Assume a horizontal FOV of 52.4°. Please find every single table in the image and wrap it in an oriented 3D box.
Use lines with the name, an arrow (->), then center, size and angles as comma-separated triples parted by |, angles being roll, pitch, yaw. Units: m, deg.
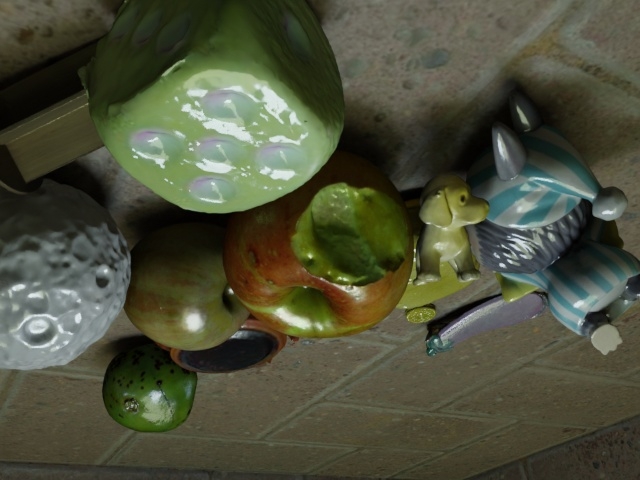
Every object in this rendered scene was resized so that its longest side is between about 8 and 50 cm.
table -> -0.368, -0.186, 0.941 | 0.226, 0.167, 0.167 | -23, 145, 9

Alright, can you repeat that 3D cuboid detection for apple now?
apple -> -0.261, 0.088, 1.290 | 0.234, 0.257, 0.257 | 7, 156, 31
apple -> 0.000, 0.000, 1.136 | 0.339, 0.339, 0.339 | -4, 148, -3

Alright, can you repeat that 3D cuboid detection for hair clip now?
hair clip -> 0.443, 0.212, 1.766 | 0.358, 0.110, 0.095 | -21, -175, 16

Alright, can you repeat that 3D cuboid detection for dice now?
dice -> -0.130, -0.206, 0.841 | 0.250, 0.252, 0.254 | -23, 142, 23

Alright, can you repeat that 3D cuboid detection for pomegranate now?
pomegranate -> -0.449, 0.393, 1.757 | 0.254, 0.254, 0.270 | -14, 180, 12

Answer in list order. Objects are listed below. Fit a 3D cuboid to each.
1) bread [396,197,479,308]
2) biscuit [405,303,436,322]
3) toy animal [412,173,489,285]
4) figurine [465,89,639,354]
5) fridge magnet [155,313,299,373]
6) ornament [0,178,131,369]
bread -> 0.203, 0.027, 1.360 | 0.270, 0.148, 0.270 | -6, 144, -4
biscuit -> 0.269, 0.195, 1.747 | 0.084, 0.023, 0.084 | -5, 146, -3
toy animal -> 0.217, -0.005, 1.111 | 0.121, 0.169, 0.233 | -4, 161, 3
figurine -> 0.356, -0.043, 1.089 | 0.266, 0.361, 0.377 | -43, 131, 9
fridge magnet -> -0.222, 0.206, 1.555 | 0.363, 0.155, 0.363 | -9, 148, -5
ornament -> -0.505, 0.051, 1.105 | 0.337, 0.337, 0.337 | -4, 148, -3
